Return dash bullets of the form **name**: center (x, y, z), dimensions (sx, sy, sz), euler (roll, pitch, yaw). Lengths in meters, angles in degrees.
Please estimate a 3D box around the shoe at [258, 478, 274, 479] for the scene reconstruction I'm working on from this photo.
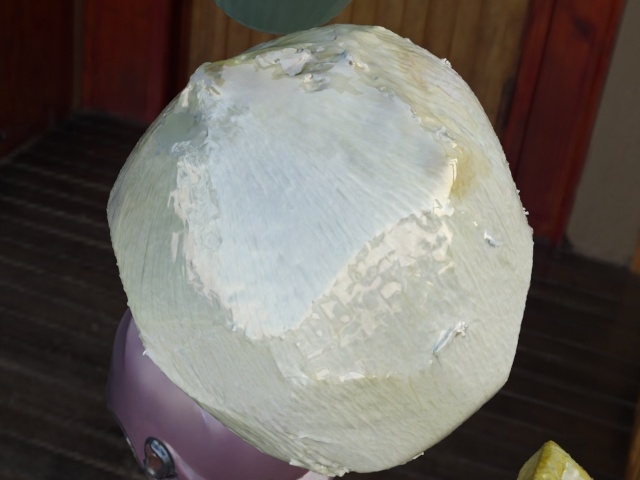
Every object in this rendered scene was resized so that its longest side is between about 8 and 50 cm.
- **shoe**: center (-0.074, 0.333, 1.160), dimensions (0.092, 0.180, 0.089), euler (-2, -9, -3)

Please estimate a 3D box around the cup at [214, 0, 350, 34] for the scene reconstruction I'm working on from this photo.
- **cup**: center (-0.018, -0.485, 1.535), dimensions (0.310, 0.401, 0.392), euler (28, -7, -4)

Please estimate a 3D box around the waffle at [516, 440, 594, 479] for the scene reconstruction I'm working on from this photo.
- **waffle**: center (0.250, 0.319, 1.152), dimensions (0.168, 0.057, 0.274), euler (45, 25, 6)

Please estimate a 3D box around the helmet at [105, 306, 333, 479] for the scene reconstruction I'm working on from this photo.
- **helmet**: center (-0.112, 0.161, 1.413), dimensions (0.271, 0.197, 0.338), euler (-19, 48, -35)

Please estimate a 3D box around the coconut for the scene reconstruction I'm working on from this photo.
- **coconut**: center (0.000, 0.000, 0.940), dimensions (0.346, 0.360, 0.346), euler (-18, 49, 22)
